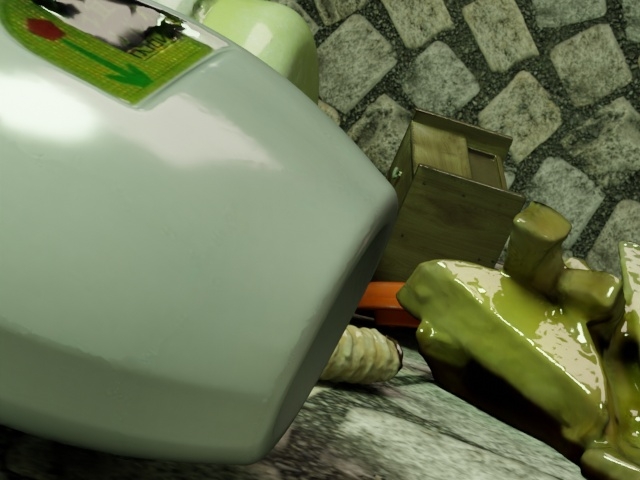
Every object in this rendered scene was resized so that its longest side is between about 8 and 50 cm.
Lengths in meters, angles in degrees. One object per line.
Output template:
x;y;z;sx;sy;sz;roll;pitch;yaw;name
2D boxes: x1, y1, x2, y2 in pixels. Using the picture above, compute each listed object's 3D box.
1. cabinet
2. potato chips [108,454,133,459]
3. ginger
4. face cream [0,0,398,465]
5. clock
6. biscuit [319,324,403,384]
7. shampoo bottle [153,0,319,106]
0.146;-0.028;1.608;0.148;0.215;0.175;18;30;-8;cabinet
-0.145;0.091;0.818;0.092;0.028;0.207;14;9;-41;potato chips
0.307;0.107;1.225;0.413;0.211;0.358;16;9;-28;ginger
-0.150;-0.029;0.727;0.357;0.219;0.312;26;31;7;face cream
0.130;0.084;1.445;0.205;0.051;0.205;7;-9;1;clock
-0.021;0.089;1.081;0.219;0.055;0.061;14;25;-41;biscuit
-0.174;-0.120;1.234;0.317;0.323;0.322;12;5;13;shampoo bottle
